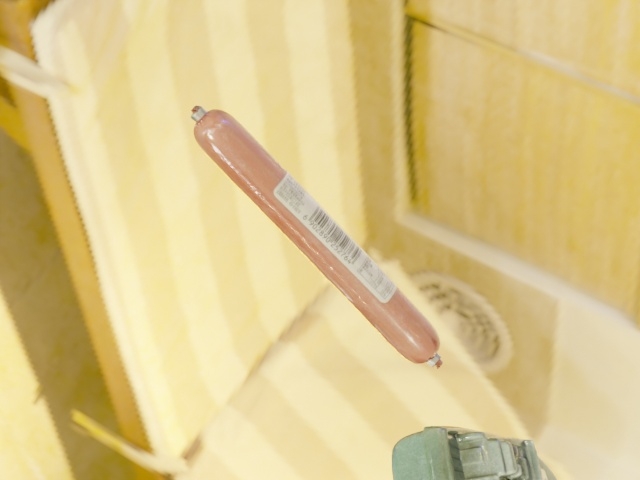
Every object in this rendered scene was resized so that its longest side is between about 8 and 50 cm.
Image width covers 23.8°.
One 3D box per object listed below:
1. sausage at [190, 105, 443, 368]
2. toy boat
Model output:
[{"bbox_3d":[0.000,0.000,0.923,0.029,0.223,0.029,-41,-166,12],"label":"sausage"},{"bbox_3d":[0.127,0.171,1.054,0.260,0.085,0.078,30,47,-61],"label":"toy boat"}]
